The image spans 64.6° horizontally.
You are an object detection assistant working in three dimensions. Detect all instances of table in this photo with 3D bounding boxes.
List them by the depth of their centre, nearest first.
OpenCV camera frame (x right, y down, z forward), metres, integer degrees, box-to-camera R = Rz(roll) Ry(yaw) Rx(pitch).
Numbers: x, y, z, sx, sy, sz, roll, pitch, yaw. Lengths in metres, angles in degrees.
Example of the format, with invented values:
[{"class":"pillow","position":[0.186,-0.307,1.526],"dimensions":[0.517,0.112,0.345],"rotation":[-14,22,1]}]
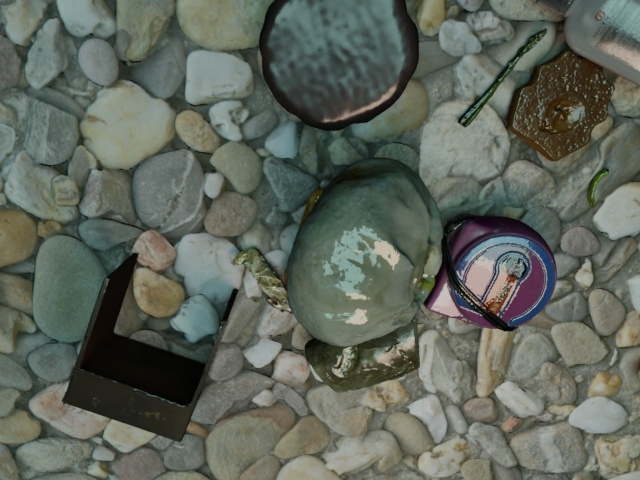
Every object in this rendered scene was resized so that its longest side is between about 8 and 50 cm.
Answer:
[{"class":"table","position":[-0.339,0.212,1.053],"dimensions":[0.251,0.196,0.281],"rotation":[21,103,-5]}]

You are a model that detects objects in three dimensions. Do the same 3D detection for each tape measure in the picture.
[{"class":"tape measure","position":[0.346,0.061,1.041],"dimensions":[0.246,0.149,0.231],"rotation":[22,108,1]}]

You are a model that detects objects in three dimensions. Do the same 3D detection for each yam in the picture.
[{"class":"yam","position":[0.110,0.235,1.086],"dimensions":[0.255,0.154,0.153],"rotation":[-25,105,9]}]

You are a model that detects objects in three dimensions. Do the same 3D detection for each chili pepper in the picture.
[{"class":"chili pepper","position":[0.577,-0.111,1.054],"dimensions":[0.031,0.017,0.083],"rotation":[19,105,-8]}]

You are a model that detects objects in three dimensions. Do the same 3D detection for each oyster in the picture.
[{"class":"oyster","position":[-0.092,0.101,1.081],"dimensions":[0.061,0.106,0.199],"rotation":[-47,119,-20]}]

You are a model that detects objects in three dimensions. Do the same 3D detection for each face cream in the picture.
[{"class":"face cream","position":[0.523,-0.391,0.908],"dimensions":[0.291,0.071,0.143],"rotation":[31,121,10]}]

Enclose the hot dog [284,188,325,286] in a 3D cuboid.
[{"class":"hot dog","position":[0.000,0.000,1.055],"dimensions":[0.104,0.076,0.250],"rotation":[20,102,14]}]

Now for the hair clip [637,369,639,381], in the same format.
[{"class":"hair clip","position":[0.791,0.260,1.144],"dimensions":[0.159,0.071,0.218],"rotation":[-14,110,1]}]

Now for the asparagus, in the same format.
[{"class":"asparagus","position":[0.355,-0.318,0.989],"dimensions":[0.232,0.022,0.023],"rotation":[-50,57,14]}]

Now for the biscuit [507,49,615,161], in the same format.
[{"class":"biscuit","position":[0.481,-0.277,0.996],"dimensions":[0.182,0.034,0.215],"rotation":[34,101,-11]}]

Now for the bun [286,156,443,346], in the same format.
[{"class":"bun","position":[0.100,0.027,0.921],"dimensions":[0.211,0.362,0.361],"rotation":[16,109,32]}]

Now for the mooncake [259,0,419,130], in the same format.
[{"class":"mooncake","position":[0.032,-0.347,0.916],"dimensions":[0.283,0.141,0.282],"rotation":[1,115,3]}]
